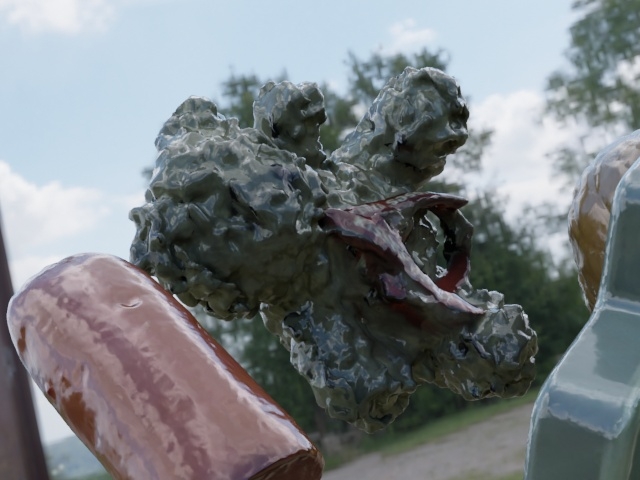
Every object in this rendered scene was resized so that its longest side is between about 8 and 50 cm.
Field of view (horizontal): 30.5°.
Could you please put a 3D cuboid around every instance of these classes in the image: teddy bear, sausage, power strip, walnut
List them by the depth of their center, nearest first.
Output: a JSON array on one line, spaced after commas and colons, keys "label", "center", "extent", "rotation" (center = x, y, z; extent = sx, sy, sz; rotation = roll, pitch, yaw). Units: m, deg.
[{"label": "power strip", "center": [0.182, 0.048, 0.633], "extent": [0.059, 0.194, 0.265], "rotation": [15, 30, 27]}, {"label": "sausage", "center": [-0.112, 0.097, 0.766], "extent": [0.113, 0.259, 0.114], "rotation": [-25, -44, -28]}, {"label": "walnut", "center": [0.328, -0.001, 1.043], "extent": [0.228, 0.228, 0.228], "rotation": [-13, -7, -2]}, {"label": "teddy bear", "center": [0.000, 0.000, 1.084], "extent": [0.224, 0.357, 0.367], "rotation": [-27, -23, 38]}]
